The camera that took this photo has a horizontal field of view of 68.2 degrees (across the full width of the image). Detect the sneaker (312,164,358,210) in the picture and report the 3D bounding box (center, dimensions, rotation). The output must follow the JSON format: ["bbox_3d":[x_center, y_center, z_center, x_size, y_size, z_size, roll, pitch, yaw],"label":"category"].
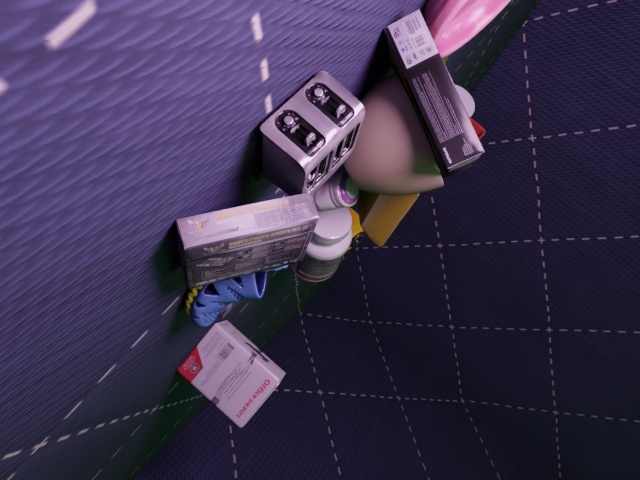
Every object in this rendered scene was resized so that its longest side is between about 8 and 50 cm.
[{"bbox_3d":[0.049,-0.176,1.314,0.152,0.114,0.305,-17,-159,30],"label":"sneaker"}]

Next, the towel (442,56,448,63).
[{"bbox_3d":[0.405,-0.591,1.575,0.102,0.021,0.237,-47,171,-16],"label":"towel"}]

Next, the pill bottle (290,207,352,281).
[{"bbox_3d":[0.000,0.000,1.473,0.176,0.176,0.318,-47,171,-24],"label":"pill bottle"}]

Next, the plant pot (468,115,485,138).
[{"bbox_3d":[0.344,-0.324,1.611,0.267,0.267,0.236,-44,173,-38],"label":"plant pot"}]

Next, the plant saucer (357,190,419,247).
[{"bbox_3d":[0.179,-0.196,1.437,0.333,0.081,0.333,114,-25,-58],"label":"plant saucer"}]

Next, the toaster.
[{"bbox_3d":[-0.023,-0.171,0.837,0.168,0.110,0.185,-47,171,-20],"label":"toaster"}]

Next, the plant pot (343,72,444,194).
[{"bbox_3d":[0.147,-0.222,1.127,0.191,0.284,0.284,-23,177,13],"label":"plant pot"}]

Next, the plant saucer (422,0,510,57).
[{"bbox_3d":[0.350,-0.559,1.057,0.332,0.084,0.332,-39,175,-4],"label":"plant saucer"}]

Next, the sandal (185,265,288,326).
[{"bbox_3d":[-0.181,0.085,1.037,0.317,0.138,0.126,-52,174,23],"label":"sandal"}]

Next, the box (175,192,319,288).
[{"bbox_3d":[-0.132,0.004,0.845,0.231,0.056,0.183,-14,157,-18],"label":"box"}]

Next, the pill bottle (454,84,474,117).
[{"bbox_3d":[0.459,-0.439,1.890,0.204,0.204,0.361,-47,171,-23],"label":"pill bottle"}]

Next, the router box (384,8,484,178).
[{"bbox_3d":[0.242,-0.295,1.022,0.081,0.309,0.243,-24,177,12],"label":"router box"}]

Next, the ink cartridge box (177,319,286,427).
[{"bbox_3d":[-0.277,0.418,1.501,0.197,0.273,0.114,-50,171,2],"label":"ink cartridge box"}]

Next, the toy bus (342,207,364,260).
[{"bbox_3d":[0.040,-0.012,1.815,0.211,0.149,0.220,-13,146,-55],"label":"toy bus"}]

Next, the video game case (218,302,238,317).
[{"bbox_3d":[-0.161,0.053,1.203,0.274,0.026,0.196,-59,177,13],"label":"video game case"}]
